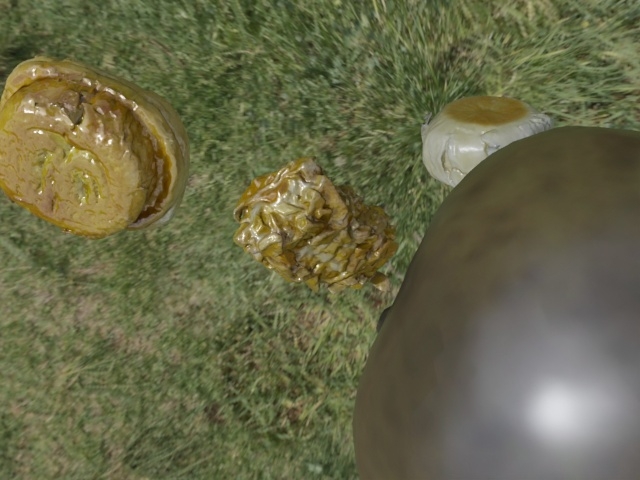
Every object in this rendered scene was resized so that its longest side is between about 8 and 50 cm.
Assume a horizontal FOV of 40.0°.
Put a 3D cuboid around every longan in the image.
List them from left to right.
[{"bbox_3d":[0.145,0.082,0.517,0.243,0.300,0.300,23,102,-33],"label":"longan"}]

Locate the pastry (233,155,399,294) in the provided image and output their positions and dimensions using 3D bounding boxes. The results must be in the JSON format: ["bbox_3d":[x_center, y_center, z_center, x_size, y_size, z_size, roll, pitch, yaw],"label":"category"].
[{"bbox_3d":[0.000,0.000,1.048,0.154,0.250,0.102,-42,55,9],"label":"pastry"}]

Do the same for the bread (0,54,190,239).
[{"bbox_3d":[-0.266,-0.104,1.011,0.236,0.120,0.198,22,130,3],"label":"bread"}]

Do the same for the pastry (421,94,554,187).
[{"bbox_3d":[0.207,-0.123,1.093,0.165,0.166,0.088,-5,120,8],"label":"pastry"}]
